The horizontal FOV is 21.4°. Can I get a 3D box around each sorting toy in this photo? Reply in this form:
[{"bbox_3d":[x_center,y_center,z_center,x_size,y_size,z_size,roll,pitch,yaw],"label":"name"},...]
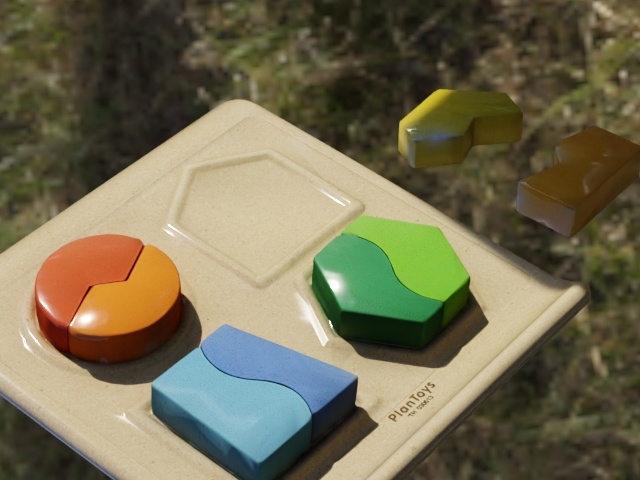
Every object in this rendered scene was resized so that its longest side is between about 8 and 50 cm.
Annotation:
[{"bbox_3d":[0.000,0.000,0.762,0.229,0.307,0.041,28,139,29],"label":"sorting toy"}]
